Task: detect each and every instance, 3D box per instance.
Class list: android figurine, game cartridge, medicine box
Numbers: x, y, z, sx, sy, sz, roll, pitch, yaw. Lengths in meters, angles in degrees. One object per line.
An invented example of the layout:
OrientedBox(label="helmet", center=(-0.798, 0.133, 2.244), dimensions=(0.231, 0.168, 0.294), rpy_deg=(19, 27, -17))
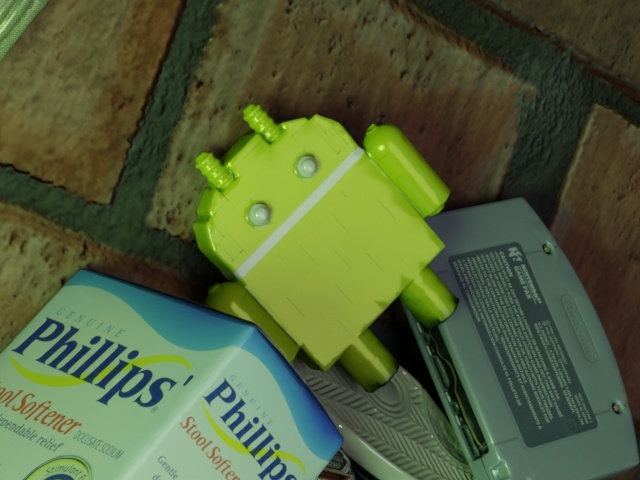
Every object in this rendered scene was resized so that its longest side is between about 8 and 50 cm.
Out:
OrientedBox(label="android figurine", center=(0.000, 0.000, 1.736), dimensions=(0.248, 0.056, 0.273), rpy_deg=(-44, 106, -14))
OrientedBox(label="game cartridge", center=(0.191, 0.105, 1.866), dimensions=(0.196, 0.060, 0.294), rpy_deg=(-12, 73, -33))
OrientedBox(label="medicine box", center=(-0.178, 0.189, 1.541), dimensions=(0.289, 0.263, 0.149), rpy_deg=(-50, 125, -20))

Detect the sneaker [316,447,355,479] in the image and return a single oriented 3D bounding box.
OrientedBox(label="sneaker", center=(-0.072, 0.244, 1.689), dimensions=(0.225, 0.093, 0.088), rpy_deg=(-28, 130, -6))

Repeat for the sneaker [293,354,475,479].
OrientedBox(label="sneaker", center=(0.073, 0.230, 1.850), dimensions=(0.350, 0.148, 0.131), rpy_deg=(38, 40, -16))

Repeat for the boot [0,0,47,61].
OrientedBox(label="boot", center=(-0.272, -0.256, 1.498), dimensions=(0.165, 0.077, 0.213), rpy_deg=(25, 90, -38))
